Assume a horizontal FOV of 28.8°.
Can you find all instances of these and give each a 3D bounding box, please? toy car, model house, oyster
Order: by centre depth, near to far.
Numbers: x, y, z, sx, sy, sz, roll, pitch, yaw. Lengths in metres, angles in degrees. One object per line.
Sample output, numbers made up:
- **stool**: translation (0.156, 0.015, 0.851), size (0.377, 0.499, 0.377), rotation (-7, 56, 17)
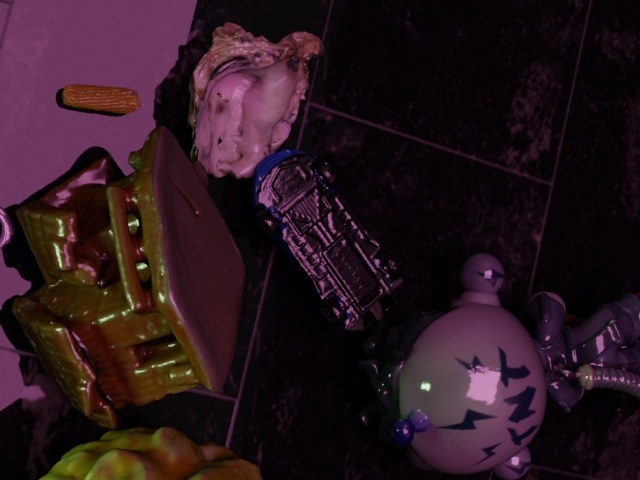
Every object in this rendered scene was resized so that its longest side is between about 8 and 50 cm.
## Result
- **model house**: translation (-0.202, 0.045, 1.184), size (0.229, 0.220, 0.199), rotation (-24, 115, 21)
- **oyster**: translation (-0.074, -0.154, 1.311), size (0.191, 0.081, 0.163), rotation (-28, 127, -21)
- **toy car**: translation (0.000, 0.000, 1.342), size (0.103, 0.063, 0.216), rotation (-40, 103, -20)

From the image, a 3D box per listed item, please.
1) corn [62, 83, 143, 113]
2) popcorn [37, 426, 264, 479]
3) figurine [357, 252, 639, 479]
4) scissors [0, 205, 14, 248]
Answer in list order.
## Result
- **corn**: translation (-0.220, -0.144, 1.263), size (0.083, 0.028, 0.027), rotation (4, 93, -21)
- **popcorn**: translation (-0.156, 0.309, 1.128), size (0.274, 0.335, 0.279), rotation (-19, 110, 21)
- **figurine**: translation (0.222, 0.135, 1.381), size (0.381, 0.186, 0.261), rotation (-15, 90, -20)
- **scissors**: translation (-0.357, -0.070, 1.206), size (0.100, 0.015, 0.189), rotation (-9, 92, -22)
